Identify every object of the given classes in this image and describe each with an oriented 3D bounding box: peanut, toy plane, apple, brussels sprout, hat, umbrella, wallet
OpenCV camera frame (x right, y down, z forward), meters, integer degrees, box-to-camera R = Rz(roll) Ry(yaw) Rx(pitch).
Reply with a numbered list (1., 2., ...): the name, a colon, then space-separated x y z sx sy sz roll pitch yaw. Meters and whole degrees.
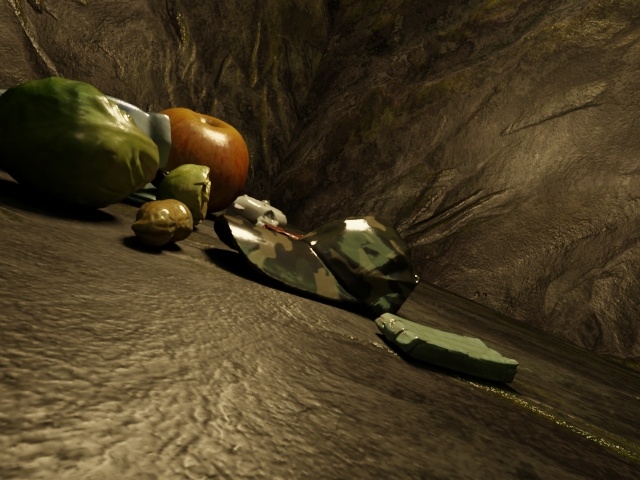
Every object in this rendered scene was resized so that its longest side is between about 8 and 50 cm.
1. peanut: -0.251 -0.028 0.688 0.080 0.080 0.174 21 6 -6
2. toy plane: -0.253 -0.104 1.701 0.252 0.118 0.252 24 14 -6
3. apple: -0.440 -0.280 1.461 0.400 0.334 0.400 19 0 0
4. brussels sprout: -0.409 -0.155 0.713 0.244 0.244 0.244 21 3 -1
5. hat: 0.000 0.000 0.862 0.381 0.257 0.366 42 -10 -29
6. brussels sprout: -0.328 -0.110 1.011 0.122 0.149 0.151 6 -7 -15
7. umbrella: -0.411 -0.160 1.169 0.066 0.059 0.236 57 -1 -8
8. wallet: -0.545 -0.152 1.113 0.251 0.054 0.290 14 12 -26

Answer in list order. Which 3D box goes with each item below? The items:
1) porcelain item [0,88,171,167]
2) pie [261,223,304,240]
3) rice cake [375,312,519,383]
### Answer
1. porcelain item: -0.566 -0.251 0.959 0.405 0.179 0.242 1 15 -39
2. pie: -0.114 -0.009 1.537 0.218 0.054 0.204 20 2 -12
3. rice cake: 0.188 0.162 0.644 0.211 0.038 0.124 20 3 -17
